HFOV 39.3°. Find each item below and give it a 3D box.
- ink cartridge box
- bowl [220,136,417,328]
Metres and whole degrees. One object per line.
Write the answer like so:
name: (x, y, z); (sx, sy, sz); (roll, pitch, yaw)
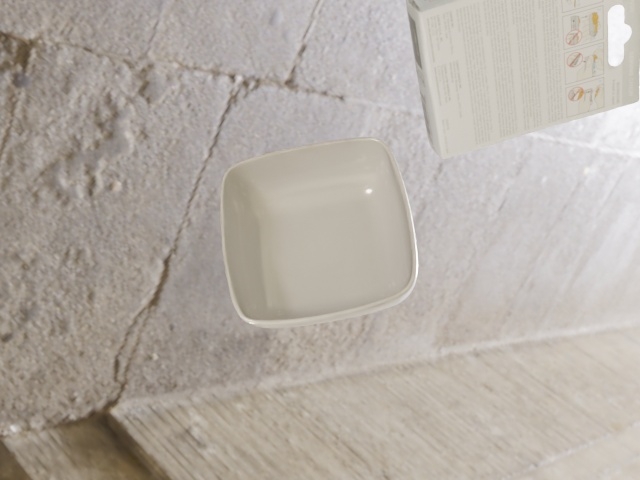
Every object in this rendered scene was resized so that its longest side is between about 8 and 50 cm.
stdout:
ink cartridge box: (0.218, -0.201, 0.954); (0.232, 0.066, 0.189); (-19, 130, -4)
bowl: (0.000, 0.000, 0.681); (0.141, 0.142, 0.053); (-11, 154, 5)
